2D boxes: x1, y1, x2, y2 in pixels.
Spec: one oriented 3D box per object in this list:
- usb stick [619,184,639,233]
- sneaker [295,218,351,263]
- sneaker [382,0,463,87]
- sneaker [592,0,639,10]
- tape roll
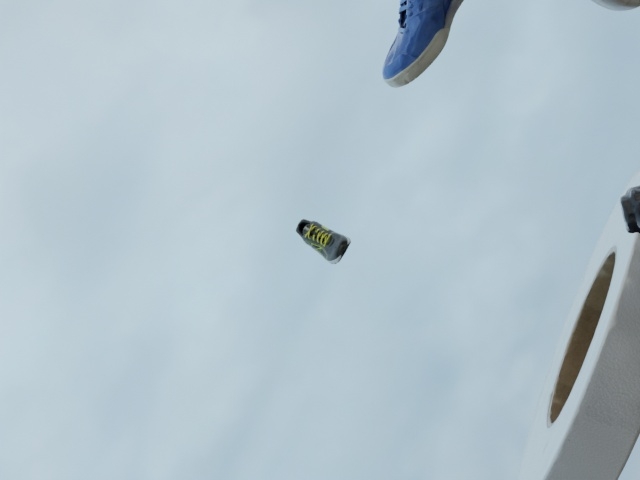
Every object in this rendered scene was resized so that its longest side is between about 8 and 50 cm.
[{"bbox_3d":[0.407,-0.056,1.557,0.077,0.278,0.045,31,-134,-78],"label":"usb stick"},{"bbox_3d":[0.000,0.000,1.724,0.035,0.083,0.031,32,-95,-26],"label":"sneaker"},{"bbox_3d":[0.072,-0.202,1.376,0.084,0.058,0.152,33,-90,-25],"label":"sneaker"},{"bbox_3d":[0.272,-0.299,1.548,0.290,0.123,0.106,43,-131,-53],"label":"sneaker"},{"bbox_3d":[0.306,0.115,1.850,0.392,0.072,0.392,20,-90,-88],"label":"tape roll"}]
